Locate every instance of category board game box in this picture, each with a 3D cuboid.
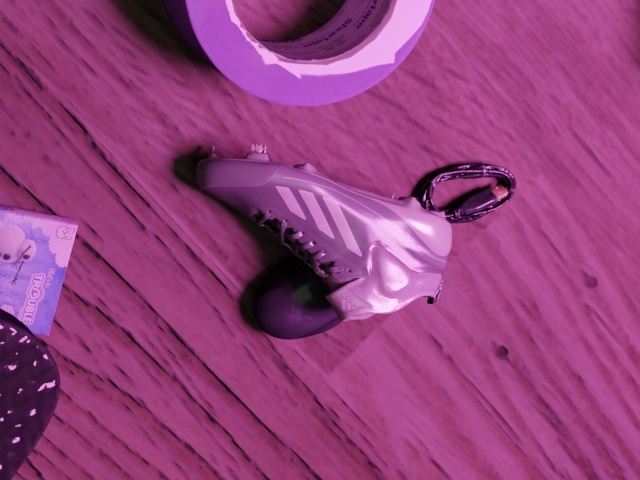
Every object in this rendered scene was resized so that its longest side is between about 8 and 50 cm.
[{"bbox_3d":[-0.232,0.020,1.026,0.090,0.020,0.090,10,105,-25],"label":"board game box"}]

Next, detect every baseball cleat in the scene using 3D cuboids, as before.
[{"bbox_3d":[0.000,0.000,1.053,0.206,0.072,0.109,14,78,-10],"label":"baseball cleat"}]

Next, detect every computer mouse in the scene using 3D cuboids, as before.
[{"bbox_3d":[0.056,0.008,1.120,0.242,0.041,0.071,-31,116,-9],"label":"computer mouse"}]

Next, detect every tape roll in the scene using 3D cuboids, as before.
[{"bbox_3d":[-0.016,-0.195,0.999,0.189,0.080,0.189,-7,111,-19],"label":"tape roll"}]

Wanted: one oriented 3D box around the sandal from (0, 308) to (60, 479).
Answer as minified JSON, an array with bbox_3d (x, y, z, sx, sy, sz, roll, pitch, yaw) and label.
[{"bbox_3d":[-0.362,0.230,1.010,0.446,0.107,0.167,-49,128,-10],"label":"sandal"}]
